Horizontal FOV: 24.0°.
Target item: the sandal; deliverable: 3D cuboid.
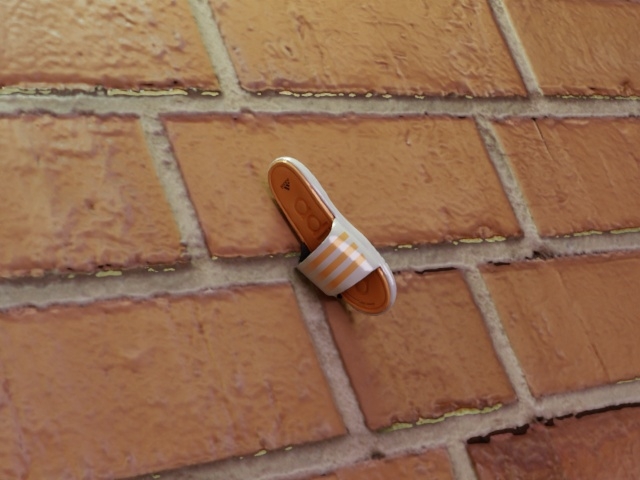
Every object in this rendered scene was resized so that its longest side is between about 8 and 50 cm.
[{"bbox_3d":[-0.006,0.005,2.075,0.076,0.102,0.265,-27,74,-45],"label":"sandal"}]
